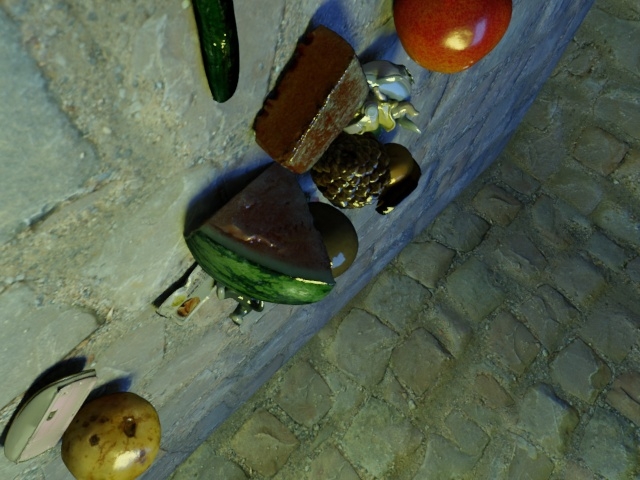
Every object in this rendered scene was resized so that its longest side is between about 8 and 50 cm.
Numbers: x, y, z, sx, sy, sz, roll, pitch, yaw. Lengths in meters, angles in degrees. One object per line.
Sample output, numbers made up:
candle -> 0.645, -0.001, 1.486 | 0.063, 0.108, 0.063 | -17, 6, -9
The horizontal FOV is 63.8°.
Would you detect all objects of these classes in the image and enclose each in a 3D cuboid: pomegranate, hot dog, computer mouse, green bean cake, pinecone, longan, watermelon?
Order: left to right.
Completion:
computer mouse -> -0.537, 0.341, 1.024 | 0.245, 0.056, 0.126 | -53, 162, 18
pomegranate -> -0.488, 0.462, 1.202 | 0.215, 0.215, 0.215 | -43, 163, -17
watermelon -> -0.132, 0.006, 1.068 | 0.250, 0.283, 0.292 | -45, -152, 37
green bean cake -> -0.019, -0.242, 0.934 | 0.232, 0.097, 0.198 | -50, 165, 9
longan -> 0.000, 0.000, 1.185 | 0.167, 0.187, 0.167 | -22, 172, -3
pinecone -> 0.069, -0.155, 1.184 | 0.179, 0.184, 0.204 | -16, 154, 0
hot dog -> 0.155, -0.187, 1.370 | 0.194, 0.107, 0.326 | -42, -163, 4
pomegranate -> 0.256, -0.434, 1.010 | 0.221, 0.221, 0.256 | -46, 171, -8

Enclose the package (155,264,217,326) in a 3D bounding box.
package -> -0.291, 0.117, 1.184 | 0.173, 0.027, 0.171 | -48, 162, -11

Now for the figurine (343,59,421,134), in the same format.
figurine -> 0.124, -0.291, 1.094 | 0.208, 0.128, 0.184 | 34, 100, -33

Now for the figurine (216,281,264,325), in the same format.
figurine -> -0.158, 0.079, 1.241 | 0.193, 0.140, 0.265 | 33, 72, -59

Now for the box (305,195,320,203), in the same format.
box -> -0.022, -0.050, 1.317 | 0.043, 0.125, 0.089 | -19, 176, 23

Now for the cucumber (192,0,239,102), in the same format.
cucumber -> -0.132, -0.272, 0.660 | 0.056, 0.056, 0.284 | -42, 167, -20

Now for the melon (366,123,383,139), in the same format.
melon -> 0.106, -0.275, 1.305 | 0.261, 0.053, 0.114 | -53, 145, 4
